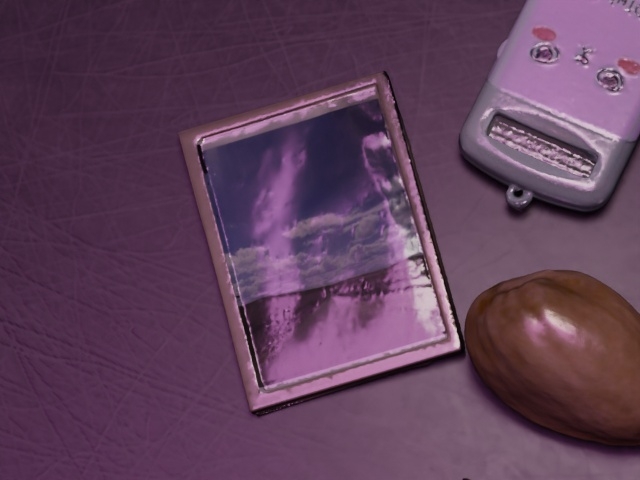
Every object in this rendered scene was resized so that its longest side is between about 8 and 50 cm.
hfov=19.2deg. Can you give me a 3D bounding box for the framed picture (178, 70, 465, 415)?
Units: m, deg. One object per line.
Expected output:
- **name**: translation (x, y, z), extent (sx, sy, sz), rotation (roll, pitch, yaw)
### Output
- **framed picture**: translation (0.000, 0.000, 1.577), extent (0.189, 0.023, 0.260), rotation (-16, 73, 4)

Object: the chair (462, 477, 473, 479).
- **chair**: translation (0.132, 0.330, 1.403), extent (0.155, 0.141, 0.260), rotation (15, 72, 11)

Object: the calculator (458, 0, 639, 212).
- **calculator**: translation (0.215, -0.134, 1.582), extent (0.141, 0.045, 0.246), rotation (26, 78, 13)

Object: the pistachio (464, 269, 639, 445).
- **pistachio**: translation (0.201, 0.093, 1.484), extent (0.185, 0.108, 0.126), rotation (29, 101, 6)
